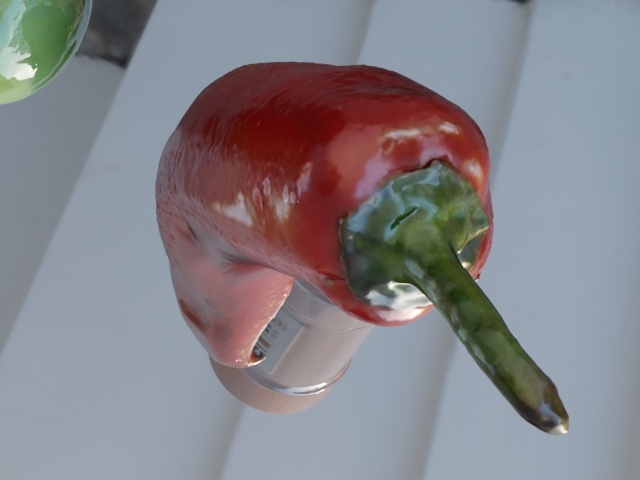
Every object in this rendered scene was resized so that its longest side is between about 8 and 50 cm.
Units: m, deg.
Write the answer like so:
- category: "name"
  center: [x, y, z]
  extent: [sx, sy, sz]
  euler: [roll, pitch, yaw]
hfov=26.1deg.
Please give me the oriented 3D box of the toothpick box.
- category: "toothpick box"
  center: [-0.009, 0.041, 0.915]
  extent: [0.098, 0.098, 0.149]
  euler: [23, 142, -8]

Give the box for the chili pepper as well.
- category: "chili pepper"
  center: [-0.004, -0.006, 0.547]
  extent: [0.137, 0.092, 0.368]
  euler: [62, 167, -6]

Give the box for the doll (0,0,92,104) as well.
- category: "doll"
  center: [-0.162, -0.203, 0.475]
  extent: [0.186, 0.198, 0.322]
  euler: [28, 117, 20]
